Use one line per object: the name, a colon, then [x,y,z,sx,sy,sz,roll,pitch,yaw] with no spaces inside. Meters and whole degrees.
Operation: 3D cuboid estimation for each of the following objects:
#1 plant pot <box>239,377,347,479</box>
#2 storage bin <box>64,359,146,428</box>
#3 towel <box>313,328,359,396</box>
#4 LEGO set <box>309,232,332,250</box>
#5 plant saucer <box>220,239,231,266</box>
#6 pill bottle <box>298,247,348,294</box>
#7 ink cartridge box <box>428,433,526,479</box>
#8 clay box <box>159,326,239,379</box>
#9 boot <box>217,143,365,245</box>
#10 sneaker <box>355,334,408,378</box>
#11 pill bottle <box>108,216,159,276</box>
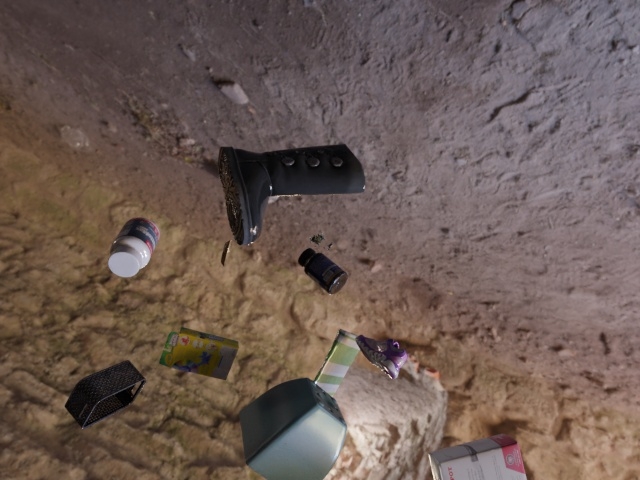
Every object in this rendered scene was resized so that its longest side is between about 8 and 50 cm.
plant pot: [-0.065,0.577,1.483,0.247,0.252,0.248,46,-177,-22]
storage bin: [-0.596,0.425,1.350,0.084,0.122,0.180,41,-159,16]
towel: [0.042,0.492,1.822,0.038,0.324,0.248,28,174,28]
LEGO set: [0.000,0.003,1.615,0.083,0.054,0.023,43,-169,-11]
plant saucer: [-0.278,0.037,1.418,0.015,0.083,0.083,13,156,-7]
pill bottle: [0.006,0.132,2.164,0.219,0.123,0.122,39,161,27]
ink cartridge box: [0.526,0.789,1.614,0.283,0.207,0.117,-10,175,-8]
clay box: [-0.389,0.360,1.553,0.222,0.127,0.053,20,-168,-17]
boot: [-0.067,-0.157,1.515,0.446,0.366,0.146,-2,146,-23]
sneaker: [0.213,0.376,1.657,0.236,0.105,0.095,25,152,58]
pill bottle: [-0.524,0.020,1.356,0.108,0.180,0.107,-2,120,-3]
